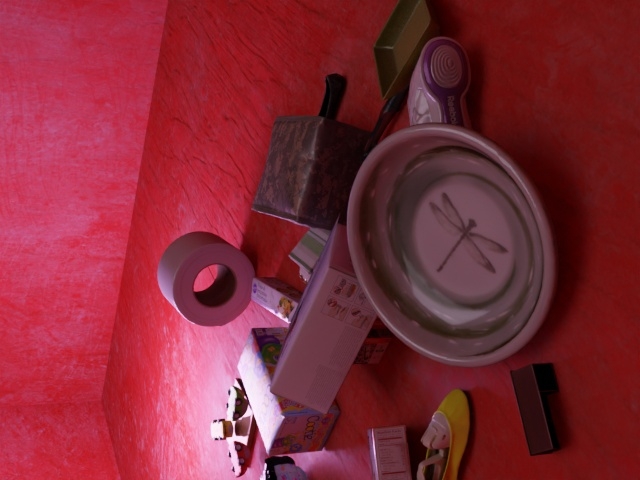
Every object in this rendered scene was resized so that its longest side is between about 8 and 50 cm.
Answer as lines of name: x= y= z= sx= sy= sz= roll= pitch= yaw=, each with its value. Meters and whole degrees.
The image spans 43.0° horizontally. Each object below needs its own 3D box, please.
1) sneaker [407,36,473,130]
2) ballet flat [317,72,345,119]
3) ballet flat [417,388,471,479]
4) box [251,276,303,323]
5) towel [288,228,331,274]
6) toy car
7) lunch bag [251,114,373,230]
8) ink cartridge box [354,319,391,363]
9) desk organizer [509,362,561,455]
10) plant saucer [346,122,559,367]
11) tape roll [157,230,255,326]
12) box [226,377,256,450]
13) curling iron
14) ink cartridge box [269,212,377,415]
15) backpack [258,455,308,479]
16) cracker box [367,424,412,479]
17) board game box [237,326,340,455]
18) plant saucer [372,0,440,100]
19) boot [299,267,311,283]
sneaker: x=0.216 y=-0.198 z=1.449 sx=0.152 sy=0.114 sz=0.305 roll=-170 pitch=81 yaw=-84
ballet flat: x=0.010 y=-0.312 z=1.891 sx=0.057 sy=0.049 sz=0.173 roll=61 pitch=140 yaw=47
ballet flat: x=0.210 y=0.374 z=1.424 sx=0.077 sy=0.077 sz=0.231 roll=29 pitch=114 yaw=60
box: x=-0.086 y=0.155 z=2.038 sx=0.324 sy=0.067 sz=0.063 roll=22 pitch=107 yaw=63
towel: x=0.000 y=0.000 z=1.852 sx=0.152 sy=0.023 sz=0.113 roll=-51 pitch=33 yaw=0
toy car: x=-0.238 y=0.513 z=2.287 sx=0.239 sy=0.053 sz=0.225 roll=38 pitch=122 yaw=55
lunch bag: x=-0.036 y=-0.154 z=1.819 sx=0.287 sy=0.168 sz=0.235 roll=18 pitch=95 yaw=56
ink cartridge box: x=0.108 y=0.203 z=1.652 sx=0.029 sy=0.062 sz=0.115 roll=62 pitch=140 yaw=43
desk organizer: x=0.332 y=0.253 z=1.223 sx=0.050 sy=0.047 sz=0.130 roll=-40 pitch=54 yaw=53
plant saucer: x=0.220 y=0.003 z=1.320 sx=0.400 sy=0.100 sz=0.401 roll=17 pitch=114 yaw=41
tape roll: x=-0.327 y=0.108 z=2.324 sx=0.169 sy=0.246 sz=0.246 roll=25 pitch=111 yaw=62
box: x=-0.230 y=0.528 z=2.355 sx=0.164 sy=0.021 sz=0.201 roll=46 pitch=128 yaw=55
curling iron: x=0.149 y=-0.254 z=1.634 sx=0.068 sy=0.035 sz=0.274 roll=43 pitch=124 yaw=30
ink cartridge box: x=0.028 y=0.138 z=1.638 sx=0.272 sy=0.130 sz=0.310 roll=-77 pitch=10 yaw=-64
backpack: x=-0.079 y=0.623 z=1.945 sx=0.152 sy=0.115 sz=0.182 roll=101 pitch=153 yaw=-43
cracker box: x=0.134 y=0.466 z=1.521 sx=0.156 sy=0.067 sz=0.232 roll=91 pitch=174 yaw=-75
board game box: x=-0.082 y=0.353 z=1.934 sx=0.275 sy=0.142 sz=0.144 roll=62 pitch=141 yaw=45
plant saucer: x=0.168 y=-0.384 z=1.545 sx=0.188 sy=0.045 sz=0.188 roll=-95 pitch=28 yaw=-44
boot: x=0.001 y=0.126 z=1.854 sx=0.165 sy=0.077 sz=0.213 roll=41 pitch=118 yaw=56
